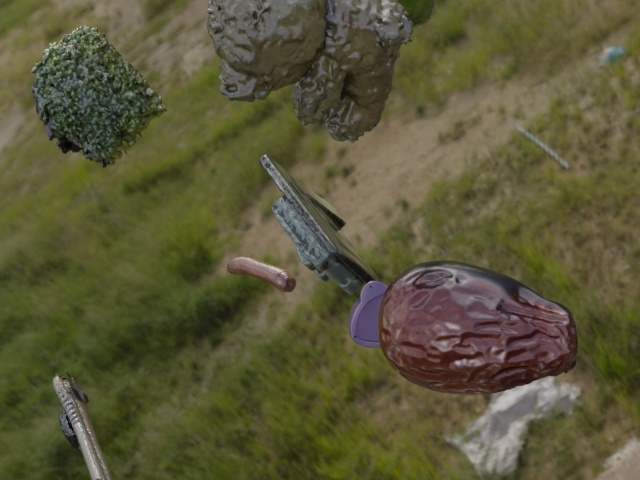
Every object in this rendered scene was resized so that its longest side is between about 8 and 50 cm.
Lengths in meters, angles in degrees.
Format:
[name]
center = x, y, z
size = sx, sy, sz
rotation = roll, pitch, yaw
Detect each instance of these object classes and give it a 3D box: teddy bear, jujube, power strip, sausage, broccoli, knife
[teddy bear]
center = -0.018, -0.257, 1.190
size = 0.256, 0.267, 0.156
rotation = -1, 3, -22
[jujube]
center = 0.185, 0.105, 1.147
size = 0.236, 0.168, 0.168
rotation = 4, 48, 22
[power strip]
center = -0.002, 0.000, 1.675
size = 0.092, 0.257, 0.251
rotation = -37, 55, 9
[sausage]
center = -0.115, 0.061, 1.884
size = 0.186, 0.043, 0.043
rotation = 16, 59, 45
[broccoli]
center = -0.376, -0.277, 1.767
size = 0.180, 0.242, 0.273
rotation = -21, 19, 31
[knife]
center = -0.314, 0.291, 1.316
size = 0.043, 0.089, 0.365
rotation = -37, 32, -6

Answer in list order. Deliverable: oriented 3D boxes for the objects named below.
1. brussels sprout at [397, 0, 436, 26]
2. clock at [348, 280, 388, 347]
[brussels sprout]
center = 0.108, -0.474, 1.823
size = 0.219, 0.271, 0.210
rotation = -9, 83, 12
[clock]
center = 0.122, 0.121, 1.602
size = 0.050, 0.152, 0.110
rotation = -152, 69, -78
